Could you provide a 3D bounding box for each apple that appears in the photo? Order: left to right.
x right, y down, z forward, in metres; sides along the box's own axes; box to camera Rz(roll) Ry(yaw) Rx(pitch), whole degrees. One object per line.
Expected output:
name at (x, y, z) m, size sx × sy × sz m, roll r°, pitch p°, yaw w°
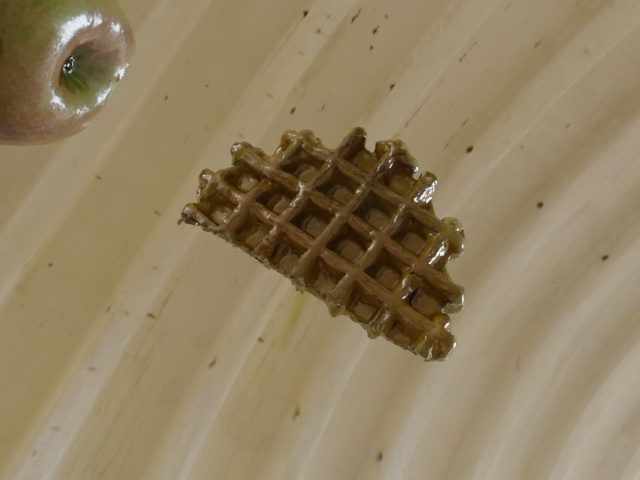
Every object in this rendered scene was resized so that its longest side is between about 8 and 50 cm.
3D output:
apple at (-0.279, -0.181, 0.482) m, size 0.188 × 0.174 × 0.207 m, roll 24°, pitch -73°, yaw 17°

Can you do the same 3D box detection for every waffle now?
waffle at (0.000, 0.000, 0.384) m, size 0.192 × 0.160 × 0.046 m, roll -2°, pitch -18°, yaw 6°
